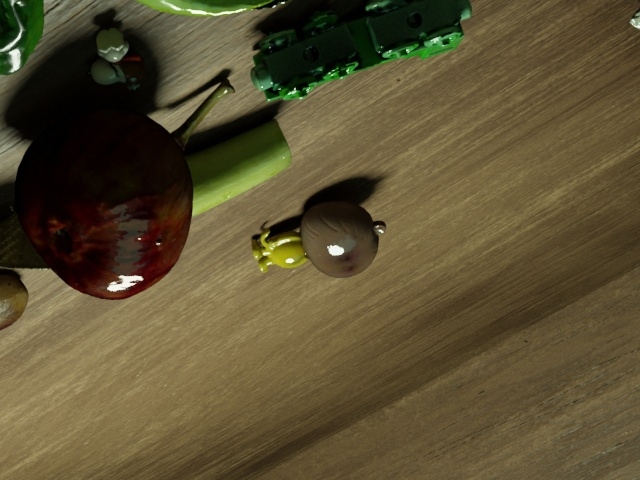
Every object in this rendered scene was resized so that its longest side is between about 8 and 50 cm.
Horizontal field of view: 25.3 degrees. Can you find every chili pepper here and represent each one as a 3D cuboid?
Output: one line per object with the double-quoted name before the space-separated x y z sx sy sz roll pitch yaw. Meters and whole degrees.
"chili pepper" -0.281 -0.217 1.162 0.099 0.083 0.253 -14 157 -1

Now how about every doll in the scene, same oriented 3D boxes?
"doll" -0.199 -0.181 1.413 0.058 0.040 0.085 -4 155 -21
"doll" -0.003 -0.006 2.039 0.188 0.096 0.145 4 140 -5

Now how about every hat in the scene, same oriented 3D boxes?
"hat" -0.341 -0.014 1.658 0.146 0.067 0.146 4 -169 -1

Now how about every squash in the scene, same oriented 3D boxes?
"squash" -0.154 -0.067 1.701 0.250 0.083 0.083 -23 161 -9

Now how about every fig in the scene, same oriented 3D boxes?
"fig" -0.210 -0.062 1.541 0.186 0.203 0.249 1 -151 23

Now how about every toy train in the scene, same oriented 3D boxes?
"toy train" 0.042 -0.212 1.558 0.251 0.085 0.119 -19 176 -5

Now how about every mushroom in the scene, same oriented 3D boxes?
"mushroom" -0.431 0.086 1.820 0.123 0.052 0.123 -23 158 -10

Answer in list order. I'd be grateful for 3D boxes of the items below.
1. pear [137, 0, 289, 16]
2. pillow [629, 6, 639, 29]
"pear" -0.104 -0.286 1.074 0.293 0.159 0.292 -19 159 -8
"pillow" 0.496 -0.335 1.799 0.128 0.051 0.229 -15 161 -45
